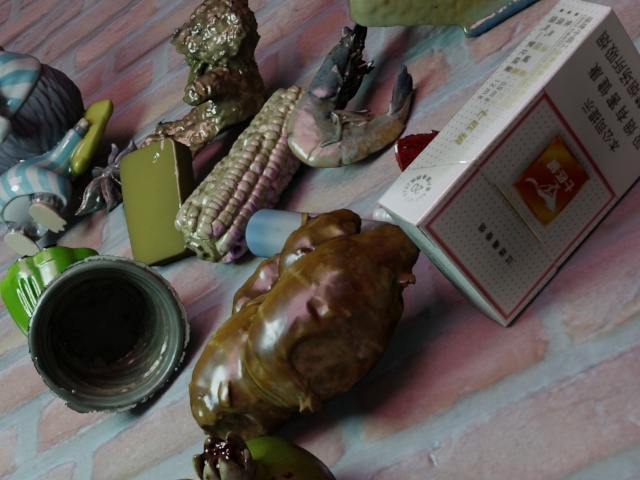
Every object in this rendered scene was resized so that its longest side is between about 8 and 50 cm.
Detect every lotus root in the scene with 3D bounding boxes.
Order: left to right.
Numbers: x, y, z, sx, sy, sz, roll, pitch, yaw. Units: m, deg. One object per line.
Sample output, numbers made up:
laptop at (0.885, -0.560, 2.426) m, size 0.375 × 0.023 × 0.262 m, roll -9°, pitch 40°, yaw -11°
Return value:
lotus root at (-0.415, 0.123, 1.761) m, size 0.186 × 0.186 × 0.186 m, roll -26°, pitch 40°, yaw 24°

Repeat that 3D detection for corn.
corn at (-0.098, -0.109, 1.711) m, size 0.127 × 0.126 × 0.335 m, roll 9°, pitch 57°, yaw 48°

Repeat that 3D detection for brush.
brush at (-0.261, -0.060, 1.795) m, size 0.123 × 0.059 × 0.197 m, roll -17°, pitch 75°, yaw 29°

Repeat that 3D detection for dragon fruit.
dragon fruit at (0.181, -0.098, 1.461) m, size 0.162 × 0.083 × 0.106 m, roll 7°, pitch 27°, yaw 8°

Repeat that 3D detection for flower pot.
flower pot at (-0.322, 0.135, 1.629) m, size 0.235 × 0.235 × 0.140 m, roll -50°, pitch 12°, yaw -8°

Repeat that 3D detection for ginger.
ginger at (-0.018, 0.099, 1.365) m, size 0.357 × 0.152 × 0.274 m, roll -38°, pitch 21°, yaw 37°

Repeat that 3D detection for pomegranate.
pomegranate at (-0.074, 0.293, 1.216) m, size 0.179 × 0.210 × 0.179 m, roll -38°, pitch 12°, yaw 10°

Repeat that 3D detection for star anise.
star anise at (-0.386, -0.105, 2.024) m, size 0.205 × 0.061 × 0.180 m, roll -12°, pitch 42°, yaw 38°

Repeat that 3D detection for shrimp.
shrimp at (0.062, -0.230, 1.684) m, size 0.178 × 0.075 × 0.289 m, roll 16°, pitch 56°, yaw 19°

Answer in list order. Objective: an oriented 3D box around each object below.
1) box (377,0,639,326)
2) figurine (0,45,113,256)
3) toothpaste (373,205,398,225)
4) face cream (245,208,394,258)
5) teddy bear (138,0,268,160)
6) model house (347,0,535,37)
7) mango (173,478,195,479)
box at (0.249, -0.089, 1.268) m, size 0.330 × 0.210 × 0.095 m, roll -47°, pitch 35°, yaw -4°
figurine at (-0.629, -0.205, 2.063) m, size 0.266 × 0.378 × 0.361 m, roll -44°, pitch 26°, yaw 36°
toothpaste at (0.148, -0.028, 1.462) m, size 0.190 × 0.031 × 0.048 m, roll 5°, pitch 53°, yaw 44°
face cream at (0.000, 0.000, 1.534) m, size 0.250 × 0.077 × 0.077 m, roll 7°, pitch 60°, yaw 46°
teddy bear at (-0.216, -0.275, 1.876) m, size 0.296 × 0.222 × 0.246 m, roll -28°, pitch 21°, yaw 12°
model house at (0.209, -0.561, 1.657) m, size 0.343 × 0.382 × 0.334 m, roll 0°, pitch 45°, yaw -1°
mango at (-0.187, 0.342, 1.367) m, size 0.114 × 0.080 × 0.060 m, roll -23°, pitch 34°, yaw 1°
